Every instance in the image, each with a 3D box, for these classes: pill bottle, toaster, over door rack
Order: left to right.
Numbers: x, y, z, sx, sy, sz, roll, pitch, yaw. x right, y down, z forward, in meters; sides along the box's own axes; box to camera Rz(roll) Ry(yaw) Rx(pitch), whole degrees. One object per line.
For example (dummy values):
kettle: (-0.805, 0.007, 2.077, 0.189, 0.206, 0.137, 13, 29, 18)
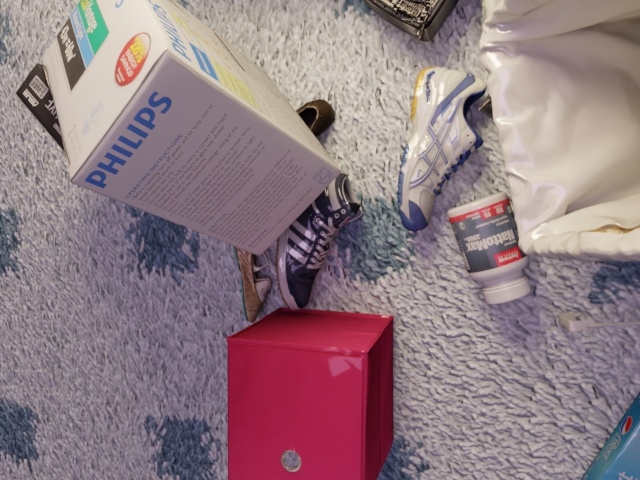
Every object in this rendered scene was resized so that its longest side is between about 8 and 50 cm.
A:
toaster: (0.163, -0.457, 0.917, 0.168, 0.110, 0.186, 37, 105, 11)
pill bottle: (0.304, 0.014, 0.924, 0.108, 0.108, 0.180, -20, 90, 18)
over door rack: (0.556, 0.034, 0.847, 0.324, 0.108, 0.240, -4, 94, 18)

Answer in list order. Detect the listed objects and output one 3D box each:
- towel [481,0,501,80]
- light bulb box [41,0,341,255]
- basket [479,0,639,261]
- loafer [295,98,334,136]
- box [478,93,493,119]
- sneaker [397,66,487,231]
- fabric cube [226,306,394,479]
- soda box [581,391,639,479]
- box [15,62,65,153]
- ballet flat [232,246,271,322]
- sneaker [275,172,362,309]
towel: (0.399, -0.423, 0.823, 0.312, 0.056, 0.324, -8, 93, -3)
light bulb box: (-0.215, -0.209, 0.867, 0.225, 0.361, 0.358, -46, 50, 16)
basket: (0.372, -0.162, 0.560, 0.266, 0.328, 0.331, -11, 89, -4)
loafer: (-0.073, -0.201, 1.034, 0.220, 0.078, 0.080, -42, 83, 17)
box: (0.478, -0.274, 0.764, 0.318, 0.097, 0.395, 35, 90, 2)
sneaker: (0.217, -0.156, 0.932, 0.131, 0.112, 0.296, 11, 100, 16)
fabric cube: (-0.007, 0.283, 0.970, 0.254, 0.259, 0.258, 3, 96, 18)
soda box: (0.544, 0.368, 0.907, 0.071, 0.067, 0.210, 28, 104, 13)
box: (-0.372, -0.201, 1.008, 0.076, 0.307, 0.242, -44, 84, 17)
ballet flat: (-0.138, 0.069, 1.091, 0.067, 0.073, 0.206, -9, 97, 4)
sneaker: (0.000, 0.000, 1.023, 0.153, 0.099, 0.282, 1, 93, 19)
